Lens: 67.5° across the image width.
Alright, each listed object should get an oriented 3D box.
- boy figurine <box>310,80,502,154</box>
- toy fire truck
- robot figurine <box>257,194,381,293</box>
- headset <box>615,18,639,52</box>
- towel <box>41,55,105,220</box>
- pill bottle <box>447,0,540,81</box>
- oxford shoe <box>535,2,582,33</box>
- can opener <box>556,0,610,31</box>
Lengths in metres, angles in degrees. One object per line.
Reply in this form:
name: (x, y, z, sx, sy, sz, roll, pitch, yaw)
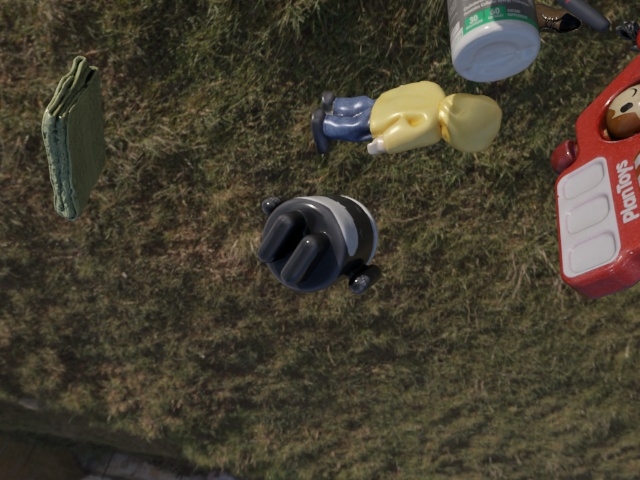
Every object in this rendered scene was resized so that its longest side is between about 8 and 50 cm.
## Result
boy figurine: (0.135, -0.194, 0.758, 0.285, 0.177, 0.092, 4, 137, 18)
toy fire truck: (0.361, -0.105, 0.505, 0.169, 0.302, 0.254, 32, 140, -20)
robot figurine: (0.000, 0.003, 0.897, 0.174, 0.278, 0.209, -13, 91, 27)
headset: (0.727, -0.462, 0.799, 0.185, 0.243, 0.394, 10, 152, -26)
towel: (-0.255, -0.103, 0.500, 0.027, 0.110, 0.148, 11, 138, -10)
pill bottle: (0.420, -0.602, 1.194, 0.204, 0.361, 0.204, 0, 161, 0)
oxford shoe: (0.701, -0.686, 1.487, 0.227, 0.096, 0.082, -2, 126, 0)
can opener: (0.480, -0.464, 0.920, 0.186, 0.059, 0.073, 52, 140, 13)
